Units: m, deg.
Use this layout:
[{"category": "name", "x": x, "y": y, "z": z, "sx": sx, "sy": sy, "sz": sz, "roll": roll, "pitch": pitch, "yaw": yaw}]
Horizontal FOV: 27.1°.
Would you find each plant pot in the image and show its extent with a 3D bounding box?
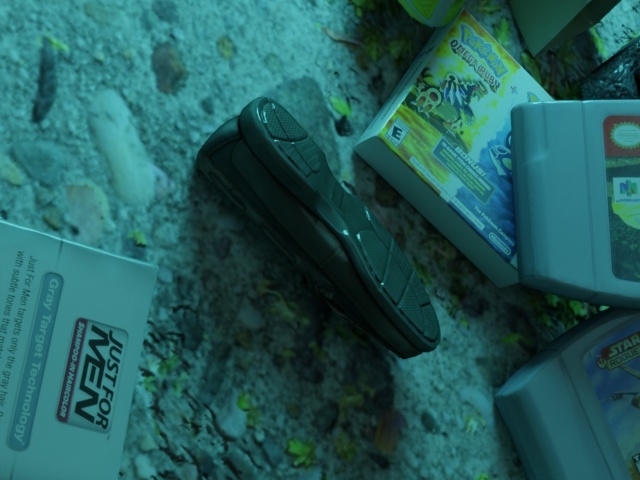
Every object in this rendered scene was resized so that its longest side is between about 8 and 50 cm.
[{"category": "plant pot", "x": 0.251, "y": -0.269, "z": 1.355, "sx": 0.109, "sy": 0.109, "sz": 0.096, "roll": -29, "pitch": 80, "yaw": -34}]

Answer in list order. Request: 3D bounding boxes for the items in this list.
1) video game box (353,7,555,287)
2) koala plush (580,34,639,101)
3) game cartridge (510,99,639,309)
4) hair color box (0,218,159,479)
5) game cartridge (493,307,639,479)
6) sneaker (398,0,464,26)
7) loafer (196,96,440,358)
[{"category": "video game box", "x": 0.155, "y": -0.089, "z": 1.276, "sx": 0.205, "sy": 0.048, "sz": 0.187, "roll": 42, "pitch": 57, "yaw": -15}, {"category": "koala plush", "x": 0.426, "y": -0.143, "z": 1.378, "sx": 0.221, "sy": 0.196, "sz": 0.203, "roll": 54, "pitch": 46, "yaw": -3}, {"category": "game cartridge", "x": 0.327, "y": -0.033, "z": 1.237, "sx": 0.294, "sy": 0.060, "sz": 0.196, "roll": -1, "pitch": 83, "yaw": -6}, {"category": "hair color box", "x": -0.313, "y": 0.062, "z": 0.903, "sx": 0.375, "sy": 0.114, "sz": 0.185, "roll": 18, "pitch": 68, "yaw": -26}, {"category": "game cartridge", "x": 0.320, "y": 0.153, "z": 1.262, "sx": 0.297, "sy": 0.062, "sz": 0.198, "roll": -23, "pitch": 93, "yaw": -19}, {"category": "sneaker", "x": 0.116, "y": -0.300, "z": 1.285, "sx": 0.126, "sy": 0.091, "sz": 0.240, "roll": 34, "pitch": 40, "yaw": 4}, {"category": "loafer", "x": 0.000, "y": 0.000, "z": 1.148, "sx": 0.267, "sy": 0.084, "sz": 0.096, "roll": 53, "pitch": 25, "yaw": -13}]
